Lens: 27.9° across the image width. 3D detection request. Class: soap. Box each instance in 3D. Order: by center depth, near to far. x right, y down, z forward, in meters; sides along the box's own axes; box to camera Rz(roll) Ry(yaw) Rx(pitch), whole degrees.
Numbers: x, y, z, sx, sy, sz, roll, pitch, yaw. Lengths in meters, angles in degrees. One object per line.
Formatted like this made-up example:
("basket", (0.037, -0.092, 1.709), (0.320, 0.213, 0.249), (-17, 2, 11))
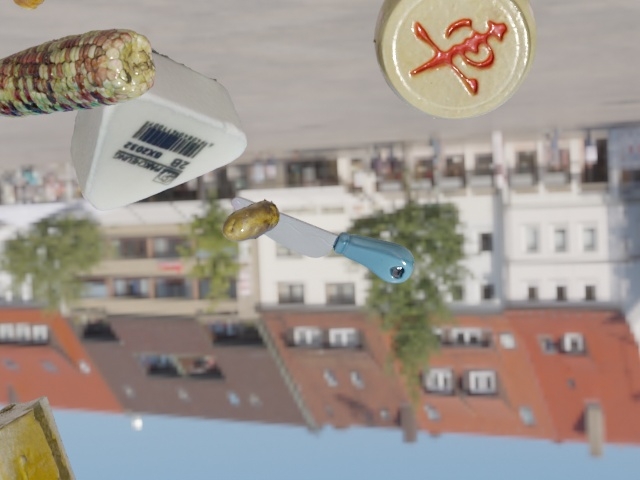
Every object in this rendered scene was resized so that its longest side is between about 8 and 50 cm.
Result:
("soap", (-0.495, 0.428, 2.146), (0.143, 0.281, 0.259), (-19, -174, 16))

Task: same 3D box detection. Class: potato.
("potato", (-0.080, -0.022, 1.510), (0.051, 0.040, 0.083), (-32, 178, 43))

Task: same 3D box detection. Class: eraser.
("eraser", (-0.294, -0.214, 2.405), (0.331, 0.150, 0.331), (-18, 148, -12))

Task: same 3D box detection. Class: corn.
("corn", (-0.295, -0.187, 1.468), (0.253, 0.086, 0.086), (-5, -179, 36))

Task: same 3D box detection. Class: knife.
("knife", (0.000, 0.002, 1.625), (0.244, 0.058, 0.032), (17, -139, -2))

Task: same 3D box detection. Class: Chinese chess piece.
("Chinese chess piece", (0.207, -0.307, 1.969), (0.251, 0.251, 0.097), (-2, -155, 5))

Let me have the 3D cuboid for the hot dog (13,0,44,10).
("hot dog", (-0.510, -0.527, 2.459), (0.066, 0.215, 0.047), (33, -166, -32))
